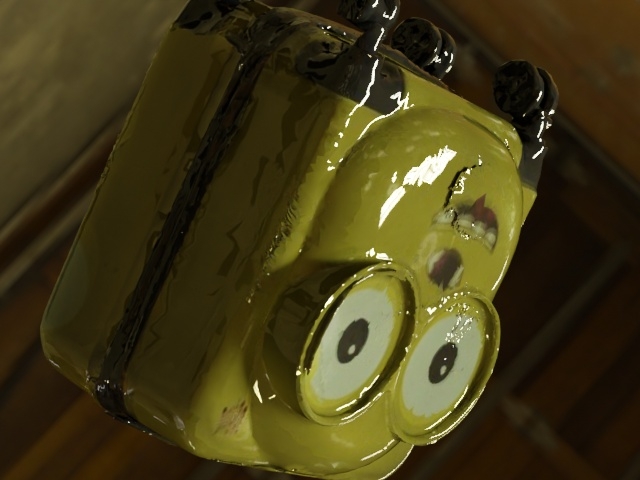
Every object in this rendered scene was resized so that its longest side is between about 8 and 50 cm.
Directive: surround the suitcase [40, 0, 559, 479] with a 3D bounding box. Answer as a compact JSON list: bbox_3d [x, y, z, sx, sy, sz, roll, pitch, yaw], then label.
[{"bbox_3d":[0.000,0.000,0.911,0.194,0.143,0.235,19,97,-56],"label":"suitcase"}]
